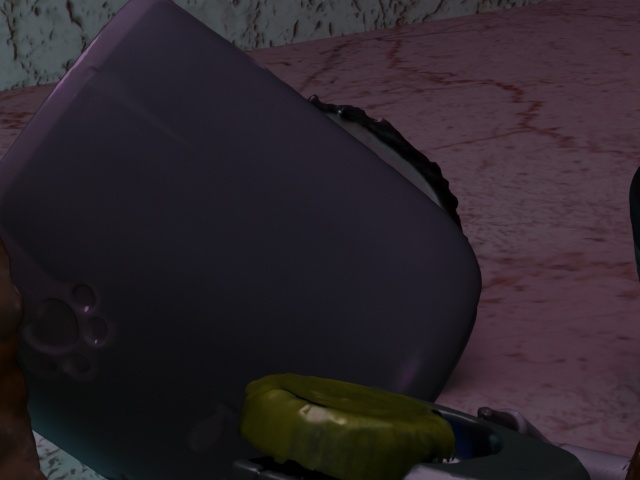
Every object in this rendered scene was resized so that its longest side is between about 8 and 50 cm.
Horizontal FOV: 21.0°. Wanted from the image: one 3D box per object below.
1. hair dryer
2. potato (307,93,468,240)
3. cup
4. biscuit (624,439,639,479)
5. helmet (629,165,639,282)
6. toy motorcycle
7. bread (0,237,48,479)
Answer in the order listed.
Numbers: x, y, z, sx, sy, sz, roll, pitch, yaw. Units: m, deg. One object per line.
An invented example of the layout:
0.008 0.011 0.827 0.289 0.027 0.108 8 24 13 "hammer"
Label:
0.107 0.120 1.023 0.155 0.044 0.183 4 -20 37 "hair dryer"
0.000 0.000 1.392 0.229 0.229 0.266 -6 1 -3 "potato"
-0.084 0.053 1.081 0.259 0.274 0.357 -57 3 -33 "cup"
0.257 0.147 0.885 0.180 0.039 0.236 -50 40 -8 "biscuit"
0.337 0.031 1.203 0.230 0.160 0.279 -8 31 -8 "helmet"
0.086 0.171 0.819 0.200 0.191 0.326 14 6 31 "toy motorcycle"
-0.366 0.101 0.828 0.279 0.371 0.390 4 15 43 "bread"
